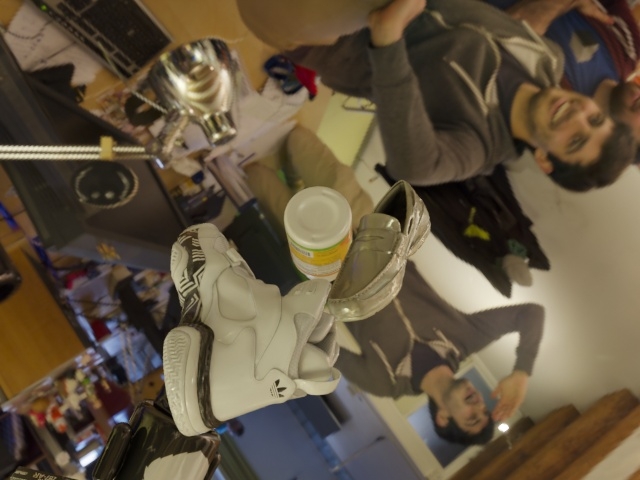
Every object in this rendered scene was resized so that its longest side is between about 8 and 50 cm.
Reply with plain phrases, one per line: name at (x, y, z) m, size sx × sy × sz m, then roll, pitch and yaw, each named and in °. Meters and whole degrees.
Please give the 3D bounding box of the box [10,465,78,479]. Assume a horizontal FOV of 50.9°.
box at (-0.291, 0.283, 0.705) m, size 0.018 × 0.067 × 0.083 m, roll -74°, pitch 177°, yaw -71°

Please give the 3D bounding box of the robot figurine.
robot figurine at (-0.288, 0.401, 1.220) m, size 0.278 × 0.209 × 0.173 m, roll -64°, pitch -174°, yaw -10°

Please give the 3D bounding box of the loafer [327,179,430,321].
loafer at (0.090, 0.011, 1.081) m, size 0.112 × 0.112 × 0.319 m, roll -8°, pitch -153°, yaw 30°

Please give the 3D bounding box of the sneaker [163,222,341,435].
sneaker at (-0.089, 0.092, 0.904) m, size 0.210 × 0.366 × 0.138 m, roll -9°, pitch 125°, yaw -2°

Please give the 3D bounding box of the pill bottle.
pill bottle at (0.000, 0.000, 1.437) m, size 0.136 × 0.136 × 0.246 m, roll -34°, pitch 158°, yaw -12°
